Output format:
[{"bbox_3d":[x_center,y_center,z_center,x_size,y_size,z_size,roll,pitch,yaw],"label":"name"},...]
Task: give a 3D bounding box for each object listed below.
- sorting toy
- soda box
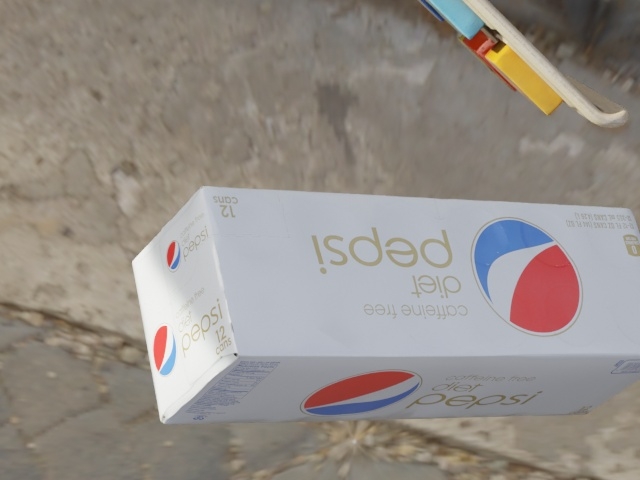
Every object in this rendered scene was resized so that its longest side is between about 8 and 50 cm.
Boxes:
[{"bbox_3d":[0.110,-0.152,1.343,0.208,0.193,0.038,38,96,-13],"label":"sorting toy"},{"bbox_3d":[0.038,0.028,0.780,0.216,0.069,0.074,2,62,-32],"label":"soda box"}]
